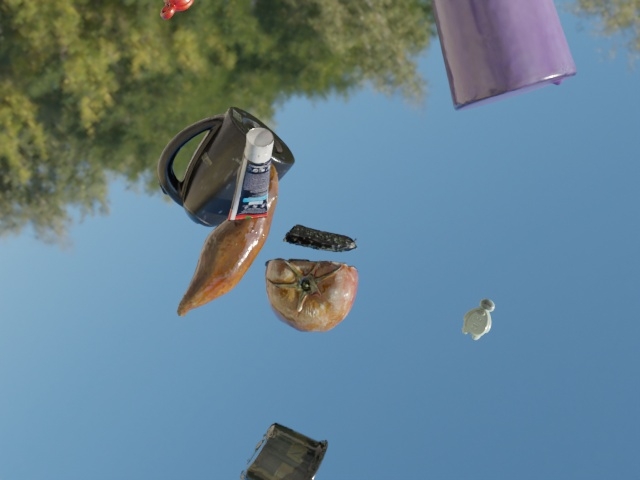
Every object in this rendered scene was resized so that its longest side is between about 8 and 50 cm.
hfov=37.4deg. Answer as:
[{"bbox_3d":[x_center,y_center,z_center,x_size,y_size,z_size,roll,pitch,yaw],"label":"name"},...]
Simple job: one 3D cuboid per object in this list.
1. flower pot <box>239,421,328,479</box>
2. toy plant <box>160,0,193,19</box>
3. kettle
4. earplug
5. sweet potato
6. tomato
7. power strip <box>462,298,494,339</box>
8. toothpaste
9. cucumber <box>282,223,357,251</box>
[{"bbox_3d":[-0.070,0.394,1.662,0.157,0.106,0.157,-56,-176,6],"label":"flower pot"},{"bbox_3d":[-0.191,-0.487,1.591,0.154,0.088,0.240,-16,-130,42],"label":"toy plant"},{"bbox_3d":[-0.254,-0.177,2.340,0.290,0.268,0.207,-47,-161,18],"label":"kettle"},{"bbox_3d":[0.271,-0.461,1.604,0.215,0.456,0.215,-16,-177,1],"label":"earplug"},{"bbox_3d":[-0.177,0.011,1.926,0.359,0.112,0.112,-54,-153,-11],"label":"sweet potato"},{"bbox_3d":[-0.023,0.130,2.130,0.213,0.181,0.155,0,-102,10],"label":"tomato"},{"bbox_3d":[0.310,0.153,1.850,0.083,0.055,0.035,-59,172,-4],"label":"power strip"},{"bbox_3d":[-0.114,-0.100,1.574,0.071,0.194,0.045,-8,-129,-17],"label":"toothpaste"},{"bbox_3d":[0.000,0.000,2.244,0.053,0.181,0.053,-168,-90,-78],"label":"cucumber"}]
